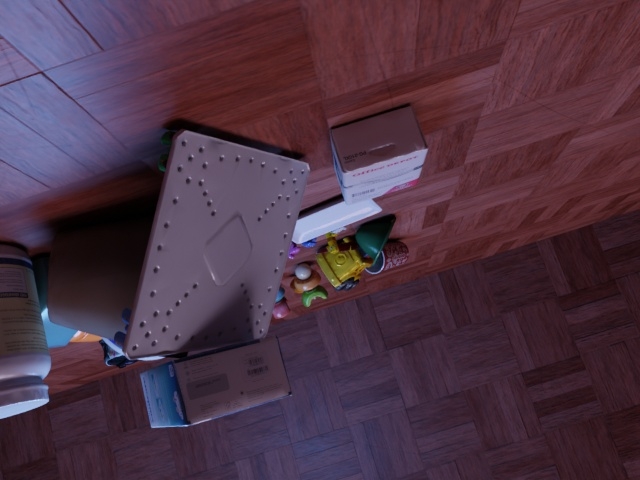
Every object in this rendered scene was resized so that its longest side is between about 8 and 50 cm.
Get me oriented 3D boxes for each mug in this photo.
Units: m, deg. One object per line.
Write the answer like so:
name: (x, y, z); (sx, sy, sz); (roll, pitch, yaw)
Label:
mug: (0.235, 0.046, 2.412); (0.169, 0.150, 0.113); (-10, 129, -45)

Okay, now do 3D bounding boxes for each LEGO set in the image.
LEGO set: (0.000, 0.000, 1.884); (0.227, 0.093, 0.087); (-24, 165, 26)

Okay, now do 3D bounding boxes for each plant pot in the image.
plant pot: (-0.641, 0.138, 1.504); (0.234, 0.166, 0.165); (-35, 159, 35)
plant pot: (-0.410, 0.082, 1.346); (0.280, 0.323, 0.323); (4, 161, -15)

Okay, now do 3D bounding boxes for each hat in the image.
hat: (0.125, -0.027, 2.065); (0.208, 0.183, 0.173); (-52, 165, -65)

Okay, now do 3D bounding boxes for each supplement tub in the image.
supplement tub: (-0.685, 0.193, 1.300); (0.235, 0.325, 0.235); (-17, 166, -4)

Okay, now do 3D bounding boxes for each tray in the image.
tray: (0.022, -0.067, 1.747); (0.270, 0.030, 0.145); (-21, 155, 18)

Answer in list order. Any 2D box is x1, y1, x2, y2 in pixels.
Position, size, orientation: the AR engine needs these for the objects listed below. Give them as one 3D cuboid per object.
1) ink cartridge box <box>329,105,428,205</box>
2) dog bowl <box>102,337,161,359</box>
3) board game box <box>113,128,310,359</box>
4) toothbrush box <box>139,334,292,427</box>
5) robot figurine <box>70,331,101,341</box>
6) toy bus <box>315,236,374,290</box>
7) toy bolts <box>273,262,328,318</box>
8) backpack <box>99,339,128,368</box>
ink cartridge box: (0.117, -0.169, 1.332); (0.172, 0.100, 0.237); (-17, 168, 0)
dog bowl: (-0.412, 0.148, 1.556); (0.265, 0.265, 0.104); (-8, 157, -35)
board game box: (-0.188, 0.013, 1.205); (0.050, 0.390, 0.390); (19, -173, 31)
toothbrush box: (-0.222, 0.292, 1.308); (0.216, 0.126, 0.295); (-10, 168, -28)
robot figurine: (-0.703, 0.237, 1.885); (0.158, 0.128, 0.219); (5, 173, 16)
toy bus: (0.114, 0.060, 2.220); (0.211, 0.149, 0.220); (-37, 164, 12)
toy bolts: (-0.118, 0.158, 2.407); (0.228, 0.158, 0.218); (-26, -152, -4)
backpack: (-0.629, 0.326, 2.199); (0.225, 0.191, 0.253); (-12, 173, -31)
